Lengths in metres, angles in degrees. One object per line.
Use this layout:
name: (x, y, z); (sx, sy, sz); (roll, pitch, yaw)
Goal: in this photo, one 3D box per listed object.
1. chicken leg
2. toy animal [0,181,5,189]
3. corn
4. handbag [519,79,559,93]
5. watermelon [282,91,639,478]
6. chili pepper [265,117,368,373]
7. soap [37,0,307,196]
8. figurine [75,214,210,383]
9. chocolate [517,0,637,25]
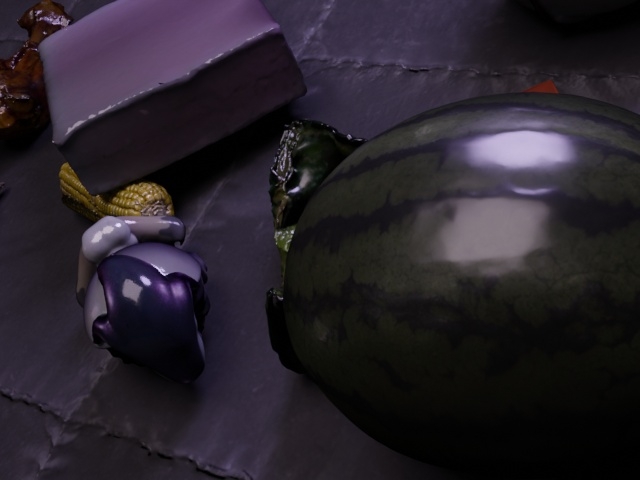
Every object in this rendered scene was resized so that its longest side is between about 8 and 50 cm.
chicken leg: (-0.419, -0.251, 1.475); (0.113, 0.093, 0.304); (-2, 44, 9)
toy animal: (-0.482, -0.045, 1.330); (0.098, 0.098, 0.137); (22, 69, 42)
corn: (-0.248, -0.051, 1.207); (0.203, 0.072, 0.072); (22, 69, 43)
handbag: (0.154, -0.064, 0.968); (0.190, 0.063, 0.127); (-22, 47, 12)
watermelon: (0.146, 0.033, 0.739); (0.359, 0.279, 0.278); (-5, 53, 27)
chili pepper: (0.007, -0.003, 0.969); (0.116, 0.148, 0.264); (-1, 48, -1)
soap: (-0.192, -0.214, 1.228); (0.285, 0.107, 0.296); (-26, 36, -1)
figurine: (-0.178, 0.050, 1.029); (0.145, 0.145, 0.222); (-40, 40, -2)
chocolate: (0.263, -0.340, 1.034); (0.284, 0.186, 0.283); (-11, 50, 13)
